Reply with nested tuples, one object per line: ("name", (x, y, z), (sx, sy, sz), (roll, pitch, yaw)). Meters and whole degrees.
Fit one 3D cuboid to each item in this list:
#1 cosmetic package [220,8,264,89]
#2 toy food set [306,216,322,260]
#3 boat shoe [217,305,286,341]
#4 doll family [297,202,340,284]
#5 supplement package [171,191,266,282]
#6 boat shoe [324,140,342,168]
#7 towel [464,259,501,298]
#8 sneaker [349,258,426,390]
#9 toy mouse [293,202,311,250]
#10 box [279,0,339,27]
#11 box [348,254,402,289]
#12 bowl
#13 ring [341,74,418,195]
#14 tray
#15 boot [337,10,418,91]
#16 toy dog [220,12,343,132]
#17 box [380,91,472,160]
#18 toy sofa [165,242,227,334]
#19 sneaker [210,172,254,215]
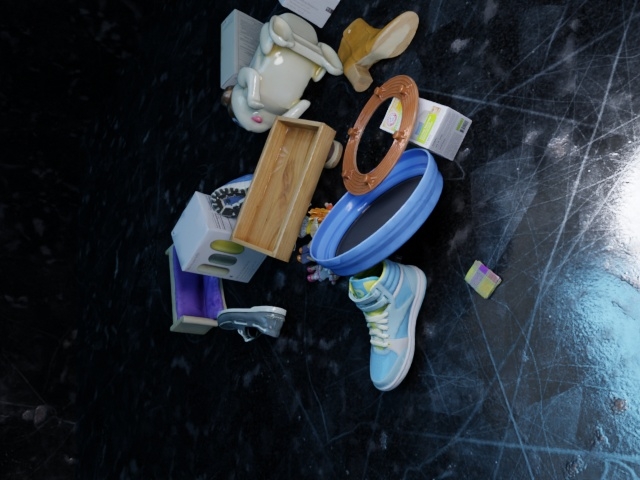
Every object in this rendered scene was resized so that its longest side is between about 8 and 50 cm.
("cosmetic package", (-0.299, -0.726, 2.292), (0.113, 0.160, 0.310), (-25, 59, 45))
("toy food set", (0.000, 0.000, 1.656), (0.077, 0.019, 0.122), (19, 99, 38))
("boat shoe", (-0.240, 0.280, 1.928), (0.319, 0.116, 0.099), (-13, 64, 42))
("doll family", (-0.002, -0.003, 1.729), (0.163, 0.118, 0.263), (-23, 61, 44))
("supplement package", (-0.339, -0.006, 2.020), (0.199, 0.262, 0.198), (-53, 44, 26))
("boat shoe", (-0.076, -0.307, 1.913), (0.342, 0.123, 0.124), (22, 95, 51))
("towel", (0.371, 0.090, 1.338), (0.083, 0.009, 0.060), (48, 115, 47))
("sneaker", (0.133, 0.190, 1.412), (0.127, 0.208, 0.319), (-4, 68, 48))
("toy mouse", (-0.098, -0.047, 1.928), (0.143, 0.031, 0.161), (2, 80, 50))
("box", (-0.058, -0.863, 2.028), (0.119, 0.180, 0.182), (-51, 45, 28))
("box", (0.147, 0.090, 1.592), (0.162, 0.029, 0.116), (5, 82, 50))
("bowl", (0.140, -0.068, 1.472), (0.391, 0.077, 0.391), (-39, 18, 16))
("ring", (0.143, -0.280, 1.541), (0.336, 0.032, 0.337), (-45, 34, 44))
("tray", (-0.114, -0.160, 1.753), (0.202, 0.076, 0.411), (18, 86, 39))
("boot", (0.155, -0.614, 1.754), (0.295, 0.104, 0.211), (-47, 47, 36))
("toy dog", (-0.178, -0.552, 1.999), (0.408, 0.284, 0.396), (-50, 45, 31))
("box", (0.268, -0.300, 1.514), (0.203, 0.103, 0.114), (38, 107, 49))
("toy sofa", (-0.478, 0.160, 2.224), (0.177, 0.150, 0.363), (-38, 51, 38))
("sneaker", (-0.195, -0.180, 1.939), (0.147, 0.329, 0.130), (-82, -19, -62))
